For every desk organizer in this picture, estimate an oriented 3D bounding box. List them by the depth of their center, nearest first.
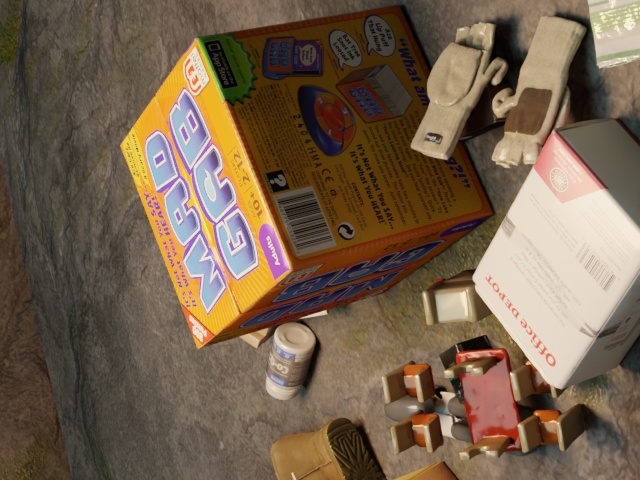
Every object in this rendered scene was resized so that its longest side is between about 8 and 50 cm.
[{"bbox_3d":[0.219,-0.176,1.828,0.130,0.047,0.050,-21,82,58],"label":"desk organizer"}]

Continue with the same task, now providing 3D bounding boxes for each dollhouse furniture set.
[{"bbox_3d":[0.232,0.177,1.845,0.262,0.135,0.259,-7,97,32],"label":"dollhouse furniture set"}]

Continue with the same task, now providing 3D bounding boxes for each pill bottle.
[{"bbox_3d":[-0.058,0.224,2.392,0.078,0.078,0.137,49,140,36],"label":"pill bottle"}]

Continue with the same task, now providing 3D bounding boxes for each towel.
[{"bbox_3d":[0.363,-0.291,1.577,0.113,0.023,0.152,-6,97,57],"label":"towel"}]

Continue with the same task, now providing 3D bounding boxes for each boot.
[{"bbox_3d":[0.019,0.447,2.364,0.269,0.089,0.236,-39,67,59],"label":"boot"}]

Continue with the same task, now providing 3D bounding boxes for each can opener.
[{"bbox_3d":[0.206,0.279,1.982,0.283,0.095,0.076,5,107,57],"label":"can opener"}]

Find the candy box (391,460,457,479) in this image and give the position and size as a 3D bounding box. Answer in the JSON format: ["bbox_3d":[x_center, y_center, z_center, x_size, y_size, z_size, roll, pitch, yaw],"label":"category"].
[{"bbox_3d":[0.107,0.477,2.006,0.183,0.316,0.087,51,142,34],"label":"candy box"}]

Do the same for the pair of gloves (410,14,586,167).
[{"bbox_3d":[0.238,-0.196,1.721,0.240,0.042,0.204,10,82,47],"label":"pair of gloves"}]

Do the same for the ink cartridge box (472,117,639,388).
[{"bbox_3d":[0.336,0.018,1.652,0.207,0.117,0.283,55,142,30],"label":"ink cartridge box"}]

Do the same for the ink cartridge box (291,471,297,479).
[{"bbox_3d":[0.039,0.541,2.264,0.296,0.066,0.261,84,161,-66],"label":"ink cartridge box"}]

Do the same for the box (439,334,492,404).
[{"bbox_3d":[0.228,0.194,1.944,0.052,0.062,0.083,-43,66,53],"label":"box"}]

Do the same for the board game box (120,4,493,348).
[{"bbox_3d":[-0.033,-0.094,1.959,0.356,0.356,0.356,-41,68,56],"label":"board game box"}]

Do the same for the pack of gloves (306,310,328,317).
[{"bbox_3d":[-0.095,0.051,2.295,0.232,0.046,0.195,-12,87,29],"label":"pack of gloves"}]

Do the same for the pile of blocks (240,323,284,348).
[{"bbox_3d":[-0.178,0.034,2.437,0.362,0.149,0.112,52,137,33],"label":"pile of blocks"}]
